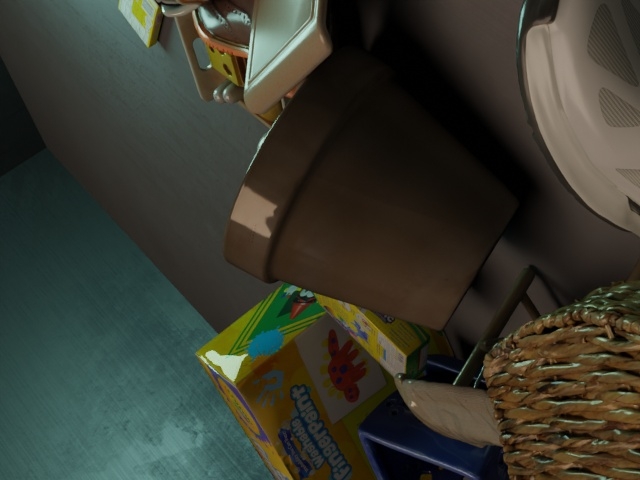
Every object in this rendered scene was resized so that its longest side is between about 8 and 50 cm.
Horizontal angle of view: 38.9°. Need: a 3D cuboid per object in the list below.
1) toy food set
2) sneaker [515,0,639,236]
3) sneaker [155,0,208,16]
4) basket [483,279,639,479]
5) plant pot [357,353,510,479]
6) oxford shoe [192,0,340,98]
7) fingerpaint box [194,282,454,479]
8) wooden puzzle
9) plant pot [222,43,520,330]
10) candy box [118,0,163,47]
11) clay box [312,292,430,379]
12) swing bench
[{"bbox_3d":[-0.128,-0.247,1.520,0.306,0.092,0.220,40,158,32],"label":"toy food set"},{"bbox_3d":[0.351,-0.050,0.693,0.447,0.169,0.257,52,155,-22],"label":"sneaker"},{"bbox_3d":[-0.220,-0.413,1.336,0.126,0.127,0.321,53,172,-27],"label":"sneaker"},{"bbox_3d":[0.311,0.128,0.752,0.299,0.223,0.214,-15,90,65],"label":"basket"},{"bbox_3d":[0.231,0.334,1.484,0.236,0.212,0.236,15,142,38],"label":"plant pot"},{"bbox_3d":[-0.073,-0.317,1.280,0.363,0.130,0.133,42,128,46],"label":"oxford shoe"},{"bbox_3d":[0.050,0.268,1.601,0.163,0.371,0.445,25,148,54],"label":"fingerpaint box"},{"bbox_3d":[-0.031,-0.292,1.070,0.221,0.044,0.239,153,121,-61],"label":"wooden puzzle"},{"bbox_3d":[0.081,-0.038,1.134,0.280,0.323,0.323,32,157,11],"label":"plant pot"},{"bbox_3d":[-0.348,-0.458,1.763,0.105,0.027,0.206,55,161,-1],"label":"candy box"},{"bbox_3d":[0.065,0.106,1.340,0.222,0.053,0.127,45,162,23],"label":"clay box"},{"bbox_3d":[0.265,0.161,1.069,0.165,0.254,0.253,56,162,-9],"label":"swing bench"}]
